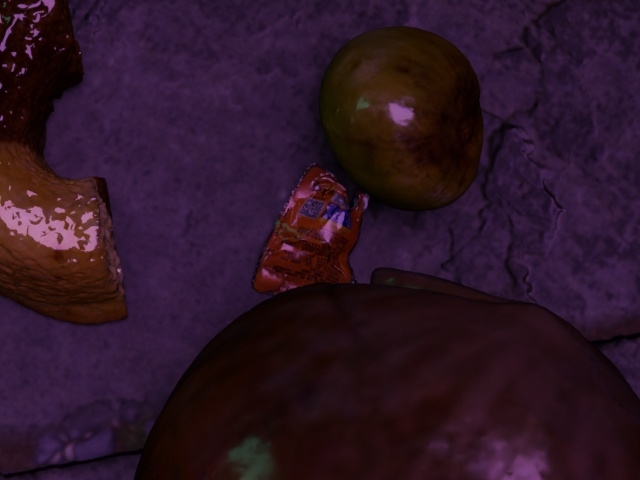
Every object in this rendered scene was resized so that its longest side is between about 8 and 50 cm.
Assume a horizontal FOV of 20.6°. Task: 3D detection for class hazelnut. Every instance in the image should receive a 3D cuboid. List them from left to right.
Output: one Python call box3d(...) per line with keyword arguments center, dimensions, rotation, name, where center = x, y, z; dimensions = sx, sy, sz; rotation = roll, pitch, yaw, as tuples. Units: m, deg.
box3d(center=(0.075, 0.205, 1.202), dimensions=(0.409, 0.359, 0.359), rotation=(42, 76, 15), name="hazelnut")

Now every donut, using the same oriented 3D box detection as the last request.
box3d(center=(-0.237, -0.080, 1.314), dimensions=(0.151, 0.112, 0.295), rotation=(-9, 81, -13), name="donut")

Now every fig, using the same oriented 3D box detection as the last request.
box3d(center=(0.065, -0.096, 1.362), dimensions=(0.120, 0.136, 0.153), rotation=(-25, 50, 20), name="fig")

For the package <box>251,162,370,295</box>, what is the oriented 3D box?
box3d(center=(0.000, 0.000, 1.382), dimensions=(0.077, 0.033, 0.111), rotation=(24, 82, -15), name="package")
